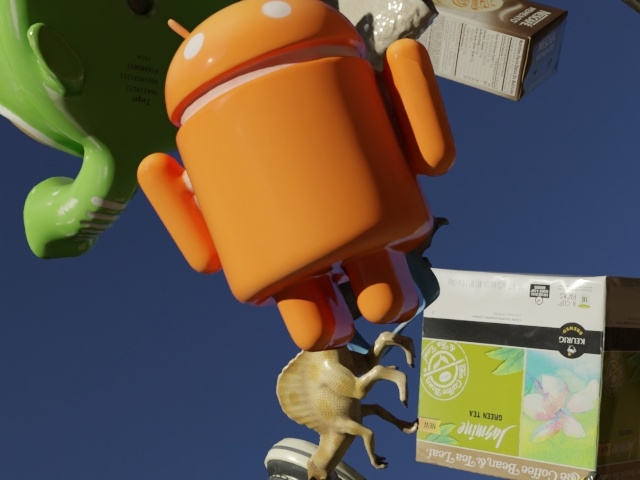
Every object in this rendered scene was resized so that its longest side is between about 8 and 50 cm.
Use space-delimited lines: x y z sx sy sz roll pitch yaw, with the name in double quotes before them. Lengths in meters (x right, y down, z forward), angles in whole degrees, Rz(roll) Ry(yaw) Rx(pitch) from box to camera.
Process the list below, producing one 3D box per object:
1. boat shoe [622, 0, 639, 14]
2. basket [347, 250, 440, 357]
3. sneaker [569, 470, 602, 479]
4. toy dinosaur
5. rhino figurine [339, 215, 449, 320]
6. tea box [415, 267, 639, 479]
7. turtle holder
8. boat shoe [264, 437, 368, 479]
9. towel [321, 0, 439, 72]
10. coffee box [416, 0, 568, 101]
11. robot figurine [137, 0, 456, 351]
"boat shoe" 0.145 -0.168 0.567 0.088 0.267 0.096 -52 -10 -6
"basket" 0.000 0.000 1.259 0.201 0.289 0.255 -41 -10 -27
"sneaker" 0.300 0.292 1.286 0.031 0.035 0.083 -31 -31 -36
"toy dinosaur" 0.015 0.089 0.729 0.092 0.053 0.183 -3 -79 13
"rhino figurine" 0.056 0.035 1.288 0.243 0.073 0.106 -32 -29 -21
"tea box" 0.351 0.213 1.764 0.220 0.329 0.324 5 -93 -48
"turtle holder" -0.188 -0.167 0.977 0.243 0.227 0.320 -28 -74 -36
"boat shoe" 0.056 0.463 1.310 0.156 0.186 0.500 -34 -74 -34
"towel" -0.022 -0.224 1.034 0.049 0.282 0.187 15 -56 -48
"coffee box" 0.204 -0.294 1.558 0.141 0.246 0.098 -38 -38 -47
"robot figurine" -0.016 -0.046 0.640 0.128 0.220 0.158 -13 -11 -38
